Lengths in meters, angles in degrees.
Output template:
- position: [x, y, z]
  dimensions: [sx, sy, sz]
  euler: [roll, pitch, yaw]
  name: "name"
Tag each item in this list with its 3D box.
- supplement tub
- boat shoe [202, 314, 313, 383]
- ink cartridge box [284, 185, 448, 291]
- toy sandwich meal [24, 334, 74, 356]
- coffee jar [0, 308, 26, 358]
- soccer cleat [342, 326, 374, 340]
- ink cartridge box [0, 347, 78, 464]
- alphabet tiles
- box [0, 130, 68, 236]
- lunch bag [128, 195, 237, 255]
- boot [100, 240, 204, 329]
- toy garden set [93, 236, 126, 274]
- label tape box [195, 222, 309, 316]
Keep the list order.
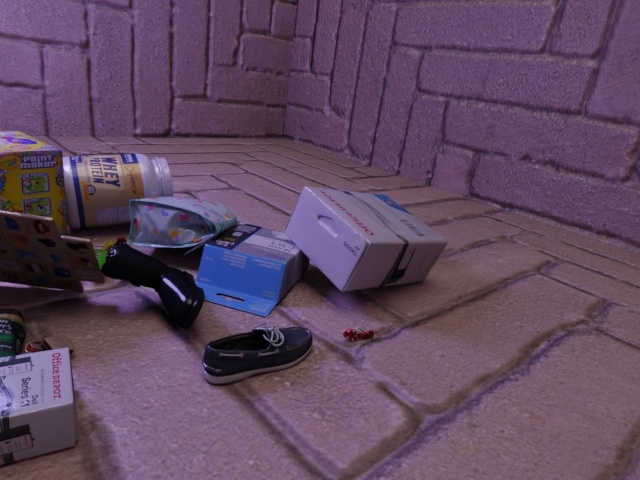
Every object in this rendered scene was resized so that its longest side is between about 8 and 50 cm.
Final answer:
- position: [-0.661, -0.165, 1.470]
  dimensions: [0.316, 0.228, 0.228]
  euler: [-9, 26, -28]
  name: "supplement tub"
- position: [-0.119, 0.212, 0.918]
  dimensions: [0.254, 0.079, 0.095]
  euler: [-6, 25, -33]
  name: "boat shoe"
- position: [0.136, -0.011, 1.325]
  dimensions: [0.394, 0.166, 0.285]
  euler: [0, 34, -46]
  name: "ink cartridge box"
- position: [-0.499, 0.201, 0.835]
  dimensions: [0.085, 0.029, 0.085]
  euler: [32, 2, -2]
  name: "toy sandwich meal"
- position: [-0.580, 0.192, 0.796]
  dimensions: [0.096, 0.079, 0.184]
  euler: [-4, 23, -29]
  name: "coffee jar"
- position: [0.086, 0.216, 1.061]
  dimensions: [0.083, 0.029, 0.035]
  euler: [2, 12, -24]
  name: "soccer cleat"
- position: [-0.482, 0.250, 0.669]
  dimensions: [0.208, 0.087, 0.153]
  euler: [-4, 24, -31]
  name: "ink cartridge box"
- position: [-0.653, 0.024, 0.963]
  dimensions: [0.342, 0.285, 0.011]
  euler: [9, 53, -8]
  name: "alphabet tiles"
- position: [-0.889, -0.149, 1.297]
  dimensions: [0.290, 0.279, 0.177]
  euler: [23, 25, 33]
  name: "box"
- position: [-0.395, -0.048, 1.345]
  dimensions: [0.262, 0.160, 0.223]
  euler: [5, 7, 4]
  name: "lunch bag"
- position: [-0.380, 0.095, 1.004]
  dimensions: [0.207, 0.094, 0.246]
  euler: [28, 3, -28]
  name: "boot"
- position: [-0.626, 0.053, 1.198]
  dimensions: [0.244, 0.049, 0.204]
  euler: [-1, 24, -21]
  name: "toy garden set"
- position: [-0.187, 0.063, 1.248]
  dimensions: [0.240, 0.106, 0.334]
  euler: [12, 21, 12]
  name: "label tape box"
